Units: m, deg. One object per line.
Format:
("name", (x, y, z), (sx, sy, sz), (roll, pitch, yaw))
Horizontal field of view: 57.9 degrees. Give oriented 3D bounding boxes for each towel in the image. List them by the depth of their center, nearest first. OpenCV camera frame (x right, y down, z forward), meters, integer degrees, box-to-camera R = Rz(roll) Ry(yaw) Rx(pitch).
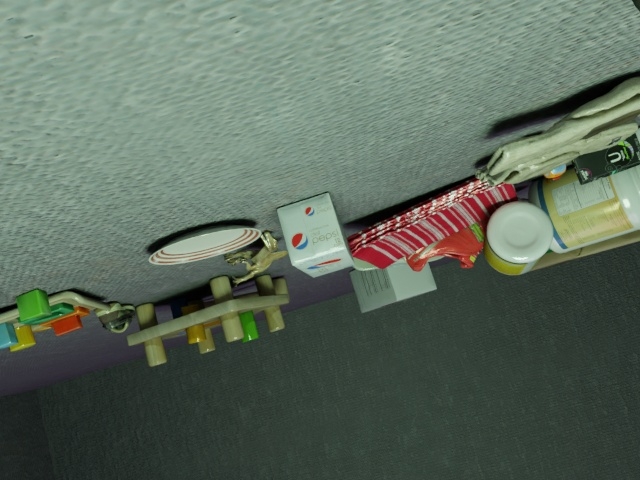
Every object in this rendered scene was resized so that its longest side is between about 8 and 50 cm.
("towel", (0.189, -0.027, 0.952), (0.275, 0.031, 0.199), (-26, 161, 17))

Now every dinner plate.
("dinner plate", (-0.143, 0.003, 0.718), (0.141, 0.017, 0.141), (-17, 171, -3))

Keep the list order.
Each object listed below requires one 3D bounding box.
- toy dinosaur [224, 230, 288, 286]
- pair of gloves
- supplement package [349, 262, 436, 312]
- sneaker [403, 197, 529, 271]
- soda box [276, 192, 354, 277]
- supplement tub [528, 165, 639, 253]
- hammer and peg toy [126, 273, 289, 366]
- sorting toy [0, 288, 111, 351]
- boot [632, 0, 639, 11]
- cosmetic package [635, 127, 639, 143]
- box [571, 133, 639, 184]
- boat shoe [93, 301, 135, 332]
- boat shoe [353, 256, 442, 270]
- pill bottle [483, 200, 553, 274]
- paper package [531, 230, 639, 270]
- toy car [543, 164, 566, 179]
("toy dinosaur", (-0.093, 0.032, 0.879), (0.092, 0.053, 0.183), (-17, 171, -6))
("pair of gloves", (0.286, -0.121, 0.680), (0.204, 0.042, 0.240), (-22, 172, 9))
("supplement package", (0.204, 0.116, 1.681), (0.139, 0.134, 0.244), (-14, 171, -22))
("sneaker", (0.290, -0.007, 1.135), (0.279, 0.118, 0.107), (-16, 172, -2))
("soda box", (0.000, 0.000, 0.782), (0.069, 0.074, 0.216), (-17, 171, 3))
("supplement tub", (0.490, -0.072, 1.024), (0.200, 0.144, 0.144), (-23, 169, 35))
("hammer and peg toy", (-0.209, 0.168, 1.249), (0.266, 0.127, 0.361), (-20, 171, 18))
("sorting toy", (-0.426, 0.127, 0.859), (0.196, 0.047, 0.347), (-16, 171, -9))
("boot", (0.262, -0.120, 0.327), (0.198, 0.137, 0.077), (-15, 171, -15))
("cosmetic package", (0.592, -0.123, 0.879), (0.151, 0.151, 0.184), (-24, 170, 36))
("box", (0.397, -0.122, 0.811), (0.083, 0.062, 0.052), (-20, 172, 20))
("boat shoe", (-0.372, 0.145, 1.055), (0.056, 0.049, 0.152), (-17, 172, -4))
("boat shoe", (0.166, 0.014, 1.215), (0.227, 0.079, 0.081), (-11, 180, -5))
("pill bottle", (0.335, 0.004, 1.000), (0.103, 0.103, 0.184), (-18, 164, 8))
("paper package", (0.652, -0.042, 1.452), (0.309, 0.168, 0.325), (-15, 172, -11))
("toy car", (0.308, -0.101, 0.844), (0.122, 0.040, 0.060), (-15, 171, -17))
